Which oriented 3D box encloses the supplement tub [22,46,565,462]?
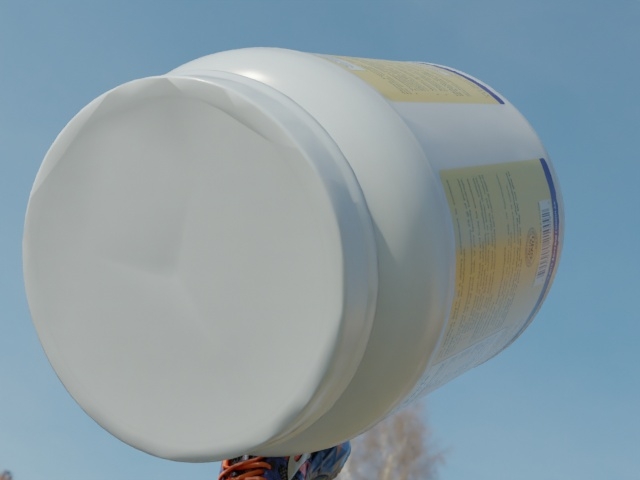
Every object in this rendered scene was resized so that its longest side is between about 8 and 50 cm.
[{"bbox_3d":[0.000,0.000,0.726,0.241,0.240,0.331,0,5,28],"label":"supplement tub"}]

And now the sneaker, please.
[{"bbox_3d":[-0.044,0.156,0.781,0.083,0.221,0.087,-14,-75,17],"label":"sneaker"}]
